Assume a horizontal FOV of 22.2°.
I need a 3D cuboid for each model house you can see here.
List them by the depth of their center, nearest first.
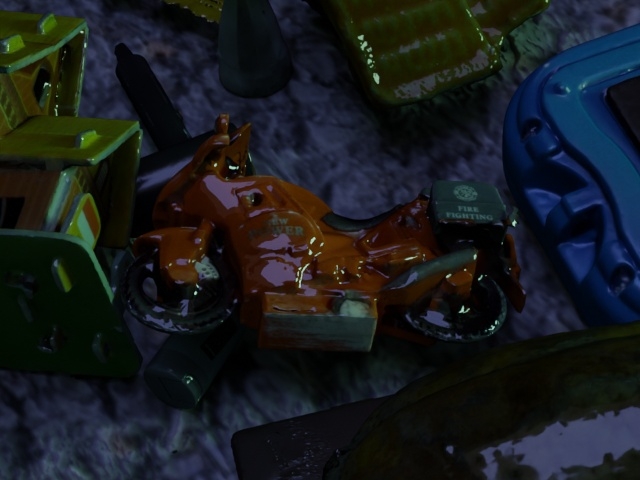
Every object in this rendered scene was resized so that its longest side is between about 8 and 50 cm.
[{"bbox_3d":[-0.286,-0.109,1.339,0.300,0.340,0.324,4,55,13],"label":"model house"},{"bbox_3d":[0.097,-0.235,1.519,0.268,0.173,0.239,-19,52,-12],"label":"model house"}]

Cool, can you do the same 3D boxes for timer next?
[{"bbox_3d":[0.333,-0.053,1.378,0.309,0.115,0.340,-20,56,-8],"label":"timer"}]

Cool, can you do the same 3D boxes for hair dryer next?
[{"bbox_3d":[-0.163,-0.105,1.523,0.128,0.070,0.255,-23,45,-12],"label":"hair dryer"}]

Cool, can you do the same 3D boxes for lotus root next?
[{"bbox_3d":[0.167,0.183,1.122,0.346,0.250,0.250,-10,50,3],"label":"lotus root"}]

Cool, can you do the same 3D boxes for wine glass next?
[{"bbox_3d":[-0.066,-0.210,1.530,0.073,0.155,0.073,-1,52,2],"label":"wine glass"}]

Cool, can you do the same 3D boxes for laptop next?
[{"bbox_3d":[0.043,0.190,1.271,0.207,0.026,0.154,-12,49,-5],"label":"laptop"}]

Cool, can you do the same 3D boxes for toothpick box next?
[{"bbox_3d":[-0.104,0.092,1.348,0.052,0.052,0.083,20,54,21],"label":"toothpick box"}]

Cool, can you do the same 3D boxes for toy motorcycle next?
[{"bbox_3d":[0.000,0.000,1.339,0.325,0.148,0.221,3,45,-8],"label":"toy motorcycle"}]

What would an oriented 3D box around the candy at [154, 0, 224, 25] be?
[{"bbox_3d":[-0.085,-0.339,1.686,0.187,0.081,0.297,22,56,24],"label":"candy"}]
